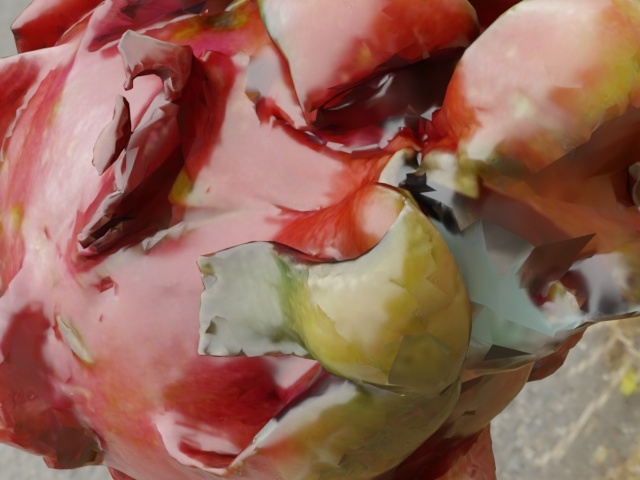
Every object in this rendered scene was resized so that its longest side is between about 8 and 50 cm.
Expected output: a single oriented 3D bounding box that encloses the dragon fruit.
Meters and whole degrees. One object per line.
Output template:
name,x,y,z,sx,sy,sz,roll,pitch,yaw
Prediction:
dragon fruit,-0.008,-0.014,0.531,0.243,0.227,0.307,60,148,24
